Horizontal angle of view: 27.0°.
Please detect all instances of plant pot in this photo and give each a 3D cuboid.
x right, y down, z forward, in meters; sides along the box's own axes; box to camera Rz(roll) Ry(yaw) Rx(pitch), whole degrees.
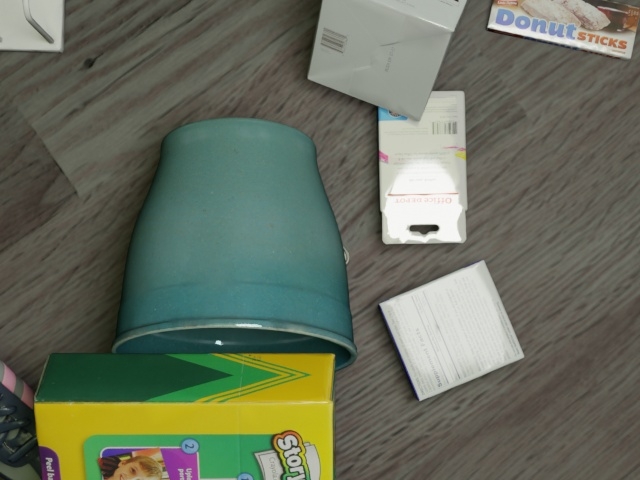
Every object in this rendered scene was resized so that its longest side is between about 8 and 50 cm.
[{"bbox_3d":[-0.093,0.009,1.510,0.271,0.272,0.255,0,72,1],"label":"plant pot"}]

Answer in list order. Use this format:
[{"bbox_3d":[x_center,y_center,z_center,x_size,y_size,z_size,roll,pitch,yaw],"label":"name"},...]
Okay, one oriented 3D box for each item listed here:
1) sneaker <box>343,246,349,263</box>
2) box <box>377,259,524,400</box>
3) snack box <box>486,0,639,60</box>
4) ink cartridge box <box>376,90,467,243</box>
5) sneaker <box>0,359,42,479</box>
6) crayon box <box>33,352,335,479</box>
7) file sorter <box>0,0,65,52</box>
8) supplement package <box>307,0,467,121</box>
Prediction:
[{"bbox_3d":[0.000,0.000,1.608,0.083,0.037,0.032,33,90,4],"label":"sneaker"},{"bbox_3d":[0.153,0.107,1.582,0.137,0.072,0.126,-22,87,-1],"label":"box"},{"bbox_3d":[0.296,-0.269,1.624,0.178,0.022,0.064,12,89,1],"label":"snack box"},{"bbox_3d":[0.121,-0.085,1.597,0.104,0.061,0.181,-1,86,0],"label":"ink cartridge box"},{"bbox_3d":[-0.406,0.186,1.557,0.319,0.131,0.112,43,88,2],"label":"sneaker"},{"bbox_3d":[-0.139,0.302,1.486,0.313,0.106,0.363,0,117,0],"label":"crayon box"},{"bbox_3d":[-0.453,-0.335,1.564,0.277,0.173,0.193,2,87,1],"label":"file sorter"},{"bbox_3d":[0.095,-0.286,1.513,0.149,0.194,0.203,22,64,2],"label":"supplement package"}]
